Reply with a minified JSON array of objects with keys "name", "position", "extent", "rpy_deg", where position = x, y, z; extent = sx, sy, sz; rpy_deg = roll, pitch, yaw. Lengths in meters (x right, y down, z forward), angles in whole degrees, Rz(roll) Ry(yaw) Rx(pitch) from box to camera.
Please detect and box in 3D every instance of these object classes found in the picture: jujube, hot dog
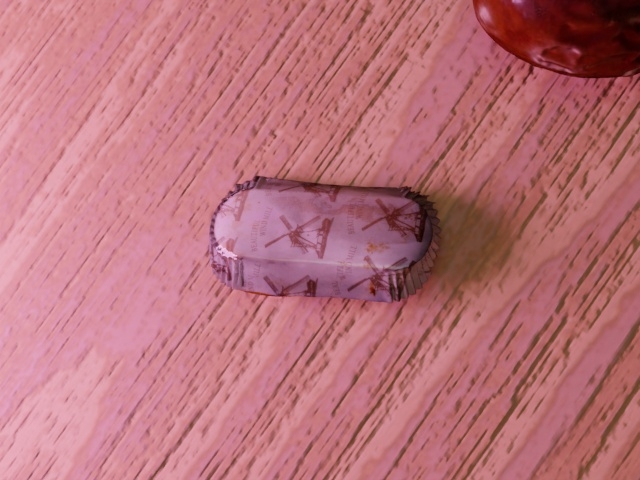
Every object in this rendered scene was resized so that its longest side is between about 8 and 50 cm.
[{"name":"jujube","position":[0.237,-0.206,0.885],"extent":[0.237,0.168,0.168],"rpy_deg":[3,80,-6]},{"name":"hot dog","position":[0.000,0.000,0.924],"extent":[0.191,0.059,0.108],"rpy_deg":[4,67,13]}]
